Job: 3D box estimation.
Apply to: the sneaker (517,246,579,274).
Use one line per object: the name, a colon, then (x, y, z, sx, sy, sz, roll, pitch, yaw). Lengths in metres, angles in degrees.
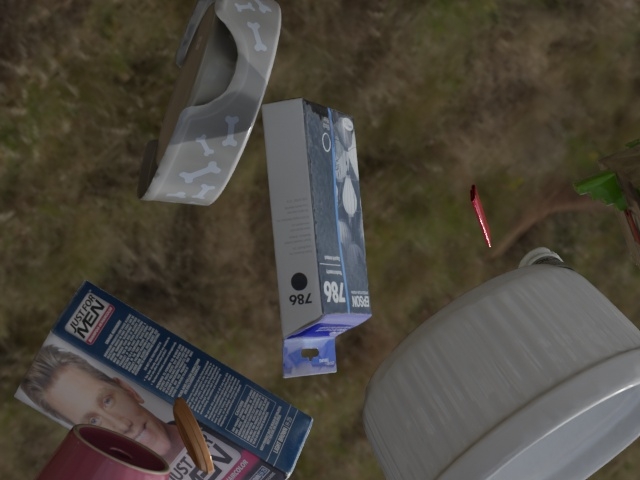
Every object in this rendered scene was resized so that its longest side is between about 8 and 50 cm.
sneaker: (0.252, 0.088, 1.149, 0.063, 0.170, 0.075, -30, -166, 0)

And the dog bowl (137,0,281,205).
dog bowl: (-0.157, -0.208, 1.660, 0.349, 0.102, 0.349, -161, -90, -75)

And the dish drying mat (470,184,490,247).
dish drying mat: (0.200, -0.030, 1.468, 0.008, 0.032, 0.083, -11, 133, 15)

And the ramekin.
ramekin: (0.126, 0.109, 0.783, 0.207, 0.109, 0.207, -26, 153, -15)

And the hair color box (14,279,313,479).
hair color box: (-0.204, 0.217, 1.518, 0.174, 0.347, 0.105, -52, -172, 43)

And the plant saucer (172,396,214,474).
plant saucer: (-0.131, 0.200, 1.191, 0.013, 0.083, 0.083, -23, 154, -15)

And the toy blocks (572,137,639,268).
toy blocks: (0.441, 0.021, 1.396, 0.190, 0.261, 0.381, -21, -173, 8)

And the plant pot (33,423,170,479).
plant pot: (-0.273, 0.327, 1.393, 0.180, 0.201, 0.201, -65, 158, 0)

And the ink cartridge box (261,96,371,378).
ink cartridge box: (0.000, 0.000, 1.450, 0.065, 0.333, 0.165, -6, 176, 23)
